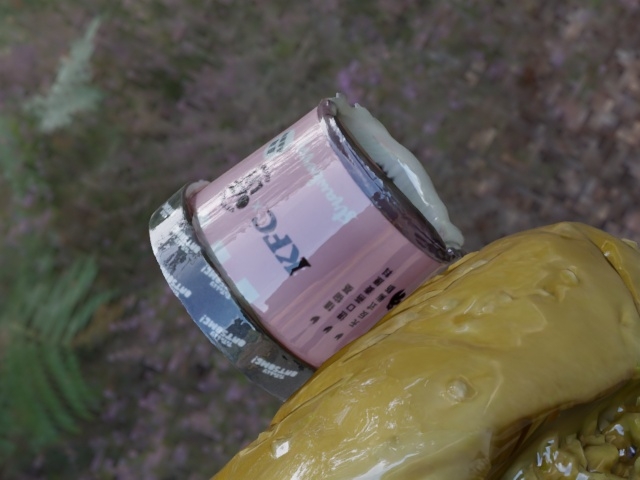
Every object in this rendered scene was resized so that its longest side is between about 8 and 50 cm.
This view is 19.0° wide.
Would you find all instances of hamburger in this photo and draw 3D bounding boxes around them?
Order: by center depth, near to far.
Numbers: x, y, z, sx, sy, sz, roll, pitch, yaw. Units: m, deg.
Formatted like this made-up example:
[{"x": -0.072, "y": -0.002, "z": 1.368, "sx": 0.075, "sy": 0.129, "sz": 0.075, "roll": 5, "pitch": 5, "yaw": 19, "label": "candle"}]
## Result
[{"x": 0.023, "y": 0.140, "z": 0.659, "sx": 0.318, "sy": 0.158, "sz": 0.318, "roll": -46, "pitch": -11, "yaw": -12, "label": "hamburger"}]

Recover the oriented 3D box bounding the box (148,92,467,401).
[{"x": 0.000, "y": 0.000, "z": 1.108, "sx": 0.135, "sy": 0.151, "sz": 0.151, "roll": -39, "pitch": 27, "yaw": 15, "label": "box"}]
